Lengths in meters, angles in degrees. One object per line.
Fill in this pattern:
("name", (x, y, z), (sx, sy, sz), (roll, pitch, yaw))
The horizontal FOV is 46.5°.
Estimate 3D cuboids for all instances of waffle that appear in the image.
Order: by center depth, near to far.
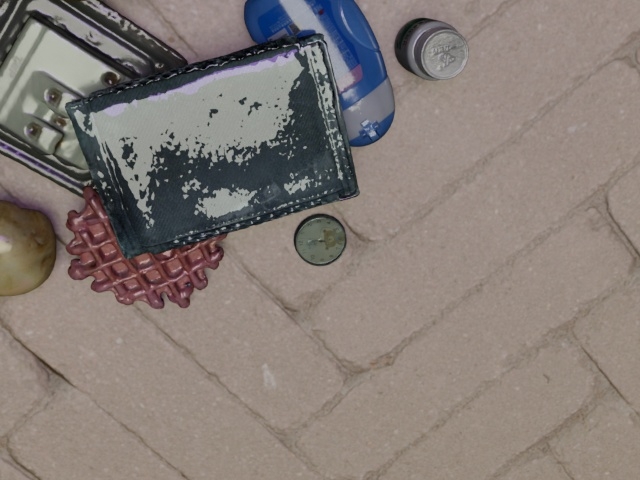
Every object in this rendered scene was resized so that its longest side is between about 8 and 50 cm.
("waffle", (-0.255, 0.000, 1.092), (0.234, 0.055, 0.221), (19, 110, -23))

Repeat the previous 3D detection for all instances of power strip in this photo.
("power strip", (-0.346, -0.202, 1.001), (0.251, 0.092, 0.257), (31, 102, -16))

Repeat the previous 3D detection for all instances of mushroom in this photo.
("mushroom", (-0.447, 0.011, 1.054), (0.147, 0.112, 0.148), (-3, 112, -9))

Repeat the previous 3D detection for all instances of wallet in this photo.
("wallet", (-0.135, -0.126, 1.001), (0.341, 0.075, 0.237), (-17, 117, -3))

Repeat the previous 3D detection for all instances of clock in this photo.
("clock", (0.000, 0.000, 1.161), (0.085, 0.017, 0.085), (-2, 110, -7))

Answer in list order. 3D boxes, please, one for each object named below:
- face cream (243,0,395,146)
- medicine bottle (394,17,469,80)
("face cream", (0.012, -0.247, 1.038), (0.149, 0.083, 0.264), (-30, 111, 12))
("medicine bottle", (0.153, -0.263, 1.027), (0.080, 0.130, 0.080), (-2, 109, -7))
